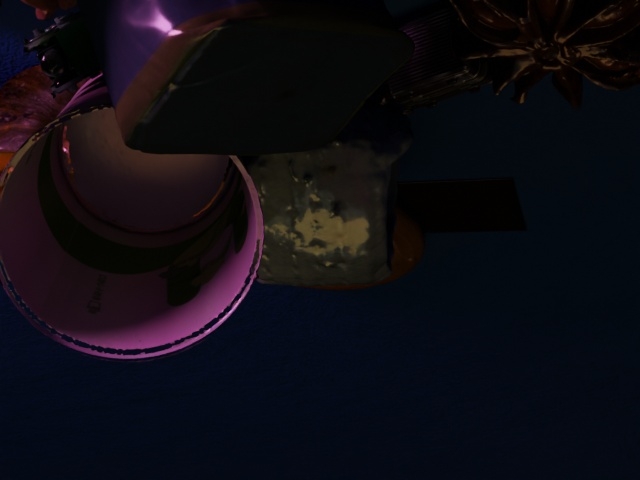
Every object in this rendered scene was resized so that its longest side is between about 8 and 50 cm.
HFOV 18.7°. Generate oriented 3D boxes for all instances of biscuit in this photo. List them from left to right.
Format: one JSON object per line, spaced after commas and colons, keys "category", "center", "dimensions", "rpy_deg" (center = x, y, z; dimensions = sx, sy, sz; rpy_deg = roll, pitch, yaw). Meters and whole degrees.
{"category": "biscuit", "center": [0.000, 0.001, 2.379], "dimensions": [0.262, 0.037, 0.262], "rpy_deg": [4, 152, 2]}

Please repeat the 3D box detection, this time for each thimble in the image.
{"category": "thimble", "center": [0.010, -0.052, 2.094], "dimensions": [0.172, 0.204, 0.250], "rpy_deg": [4, 158, 2]}

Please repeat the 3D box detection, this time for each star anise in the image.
{"category": "star anise", "center": [0.229, -0.223, 1.858], "dimensions": [0.214, 0.099, 0.220], "rpy_deg": [-21, 132, 11]}

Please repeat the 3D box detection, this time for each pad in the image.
{"category": "pad", "center": [0.144, -0.039, 2.318], "dimensions": [0.190, 0.004, 0.127], "rpy_deg": [-1, 152, 13]}

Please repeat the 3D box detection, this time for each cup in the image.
{"category": "cup", "center": [-0.180, -0.050, 1.887], "dimensions": [0.253, 0.274, 0.253], "rpy_deg": [-1, 111, -1]}

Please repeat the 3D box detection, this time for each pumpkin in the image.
{"category": "pumpkin", "center": [-0.228, -0.083, 2.145], "dimensions": [0.317, 0.139, 0.221], "rpy_deg": [-3, 147, 8]}

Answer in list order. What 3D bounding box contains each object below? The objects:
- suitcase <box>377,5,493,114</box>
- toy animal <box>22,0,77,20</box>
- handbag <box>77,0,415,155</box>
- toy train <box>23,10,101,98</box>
{"category": "suitcase", "center": [0.116, -0.184, 1.957], "dimensions": [0.126, 0.086, 0.059], "rpy_deg": [-17, 160, 37]}
{"category": "toy animal", "center": [-0.285, -0.298, 1.791], "dimensions": [0.185, 0.104, 0.184], "rpy_deg": [26, 148, -26]}
{"category": "handbag", "center": [-0.077, -0.217, 1.682], "dimensions": [0.263, 0.241, 0.222], "rpy_deg": [-5, 150, -34]}
{"category": "toy train", "center": [-0.222, -0.201, 1.911], "dimensions": [0.105, 0.178, 0.071], "rpy_deg": [-29, 100, 16]}
